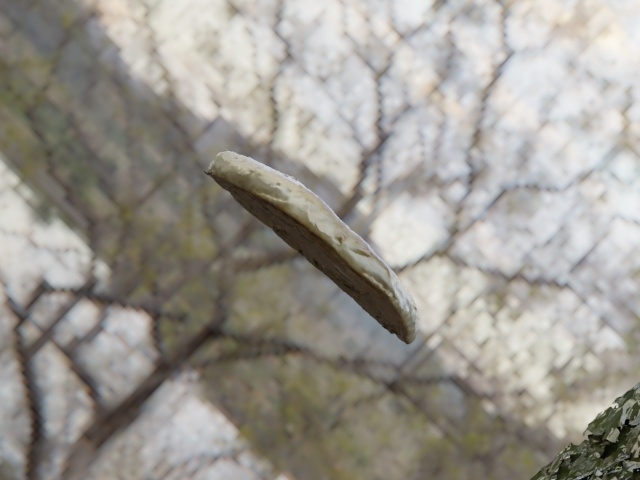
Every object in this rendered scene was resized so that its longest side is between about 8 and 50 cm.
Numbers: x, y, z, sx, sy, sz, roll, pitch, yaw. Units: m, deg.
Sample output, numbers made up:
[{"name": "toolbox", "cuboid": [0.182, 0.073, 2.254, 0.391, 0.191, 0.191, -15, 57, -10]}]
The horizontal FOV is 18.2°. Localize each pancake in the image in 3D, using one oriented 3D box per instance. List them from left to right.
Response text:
[{"name": "pancake", "cuboid": [0.000, 0.000, 1.080, 0.158, 0.028, 0.158, 41, -3, 3]}]

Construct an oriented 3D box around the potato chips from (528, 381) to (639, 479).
[{"name": "potato chips", "cuboid": [0.088, 0.070, 0.498, 0.209, 0.142, 0.026, -20, -66, 38]}]
